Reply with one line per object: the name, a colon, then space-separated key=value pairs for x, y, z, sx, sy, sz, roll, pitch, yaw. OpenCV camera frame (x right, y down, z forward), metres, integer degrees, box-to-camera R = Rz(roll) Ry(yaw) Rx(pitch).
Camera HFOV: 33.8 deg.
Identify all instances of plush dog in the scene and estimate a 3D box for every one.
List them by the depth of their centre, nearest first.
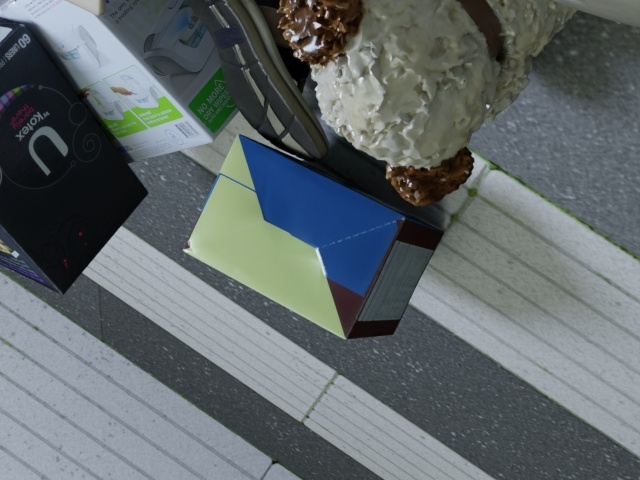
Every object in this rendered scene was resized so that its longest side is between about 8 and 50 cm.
plush dog: x=0.084 y=-0.148 z=0.728 sx=0.211 sy=0.225 sz=0.262 roll=4 pitch=141 yaw=50

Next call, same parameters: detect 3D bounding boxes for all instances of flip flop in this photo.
flip flop: x=-0.057 y=-0.197 z=1.020 sx=0.112 sy=0.080 sz=0.277 roll=8 pitch=131 yaw=60

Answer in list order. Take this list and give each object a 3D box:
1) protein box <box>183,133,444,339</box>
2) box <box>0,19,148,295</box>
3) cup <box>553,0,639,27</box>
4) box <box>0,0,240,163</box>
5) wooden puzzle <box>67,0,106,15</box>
protein box: x=0.000 y=0.000 z=1.129 sx=0.200 sy=0.136 sz=0.201 roll=27 pitch=-176 yaw=17
box: x=-0.343 y=-0.095 z=1.159 sx=0.143 sy=0.165 sz=0.270 roll=19 pitch=153 yaw=38
cup: x=0.230 y=-0.203 z=0.391 sx=0.237 sy=0.331 sz=0.331 roll=18 pitch=167 yaw=-31
box: x=-0.221 y=-0.209 z=1.142 sx=0.231 sy=0.126 sz=0.262 roll=47 pitch=154 yaw=-22
wooden puzzle: x=-0.259 y=-0.342 z=0.914 sx=0.221 sy=0.044 sz=0.238 roll=27 pitch=120 yaw=18
